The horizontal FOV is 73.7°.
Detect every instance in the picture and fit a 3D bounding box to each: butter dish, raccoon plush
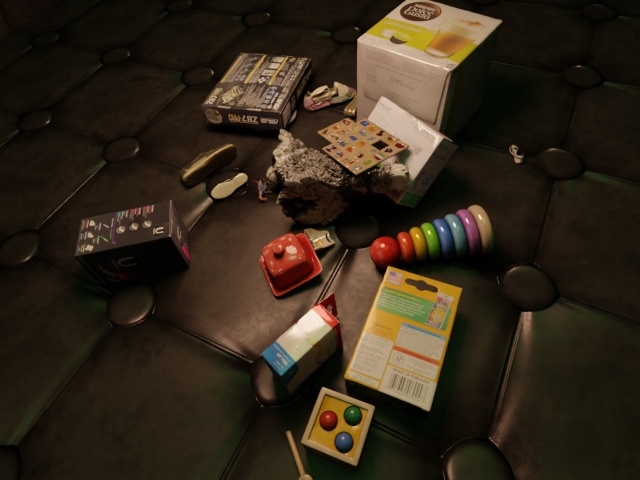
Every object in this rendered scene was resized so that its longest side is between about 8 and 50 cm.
[{"bbox_3d":[-0.101,0.046,1.202,0.160,0.118,0.160,-29,55,1],"label":"butter dish"},{"bbox_3d":[0.038,-0.222,1.344,0.445,0.216,0.300,-3,49,3],"label":"raccoon plush"}]

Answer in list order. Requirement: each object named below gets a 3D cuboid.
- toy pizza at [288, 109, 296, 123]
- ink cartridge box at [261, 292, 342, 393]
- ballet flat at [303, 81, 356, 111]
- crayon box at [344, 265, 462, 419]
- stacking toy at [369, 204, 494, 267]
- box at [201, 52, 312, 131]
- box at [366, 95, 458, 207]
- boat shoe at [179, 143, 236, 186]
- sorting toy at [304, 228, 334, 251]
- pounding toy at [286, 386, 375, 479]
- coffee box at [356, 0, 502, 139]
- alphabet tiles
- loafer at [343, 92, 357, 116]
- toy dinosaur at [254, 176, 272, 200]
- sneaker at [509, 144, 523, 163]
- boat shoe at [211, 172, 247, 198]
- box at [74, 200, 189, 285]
[{"bbox_3d":[-0.192,-0.481,1.650,0.201,0.032,0.202,-3,50,3],"label":"toy pizza"},{"bbox_3d":[-0.022,0.249,1.048,0.231,0.134,0.078,-39,59,-19],"label":"ink cartridge box"},{"bbox_3d":[0.039,-0.568,1.659,0.221,0.079,0.077,-20,54,-8],"label":"ballet flat"},{"bbox_3d":[0.211,0.241,1.060,0.202,0.083,0.323,17,59,17],"label":"crayon box"},{"bbox_3d":[0.302,0.008,1.201,0.329,0.141,0.141,-15,54,4],"label":"stacking toy"},{"bbox_3d":[-0.234,-0.587,1.660,0.317,0.097,0.395,10,52,11],"label":"box"},{"bbox_3d":[0.240,-0.274,1.323,0.262,0.126,0.231,46,114,31],"label":"box"},{"bbox_3d":[-0.400,-0.279,1.503,0.223,0.080,0.073,-41,65,-16],"label":"boat shoe"},{"bbox_3d":[0.000,0.000,1.284,0.075,0.045,0.083,-17,53,-16],"label":"sorting toy"},{"bbox_3d":[0.003,0.440,0.934,0.180,0.094,0.206,15,57,16],"label":"pounding toy"},{"bbox_3d":[0.353,-0.561,1.458,0.337,0.338,0.334,32,63,25],"label":"coffee box"},{"bbox_3d":[0.107,-0.289,1.252,0.198,0.009,0.237,-30,51,-21],"label":"alphabet tiles"},{"bbox_3d":[0.146,-0.519,1.630,0.050,0.056,0.148,30,73,24],"label":"loafer"},{"bbox_3d":[-0.196,-0.167,1.438,0.090,0.047,0.082,-7,56,43],"label":"toy dinosaur"},{"bbox_3d":[0.656,-0.295,1.420,0.031,0.037,0.083,-10,53,2],"label":"sneaker"},{"bbox_3d":[-0.309,-0.184,1.449,0.137,0.049,0.043,-36,16,-15],"label":"boat shoe"},{"bbox_3d":[-0.543,0.010,1.260,0.269,0.165,0.144,-13,54,-2],"label":"box"}]
